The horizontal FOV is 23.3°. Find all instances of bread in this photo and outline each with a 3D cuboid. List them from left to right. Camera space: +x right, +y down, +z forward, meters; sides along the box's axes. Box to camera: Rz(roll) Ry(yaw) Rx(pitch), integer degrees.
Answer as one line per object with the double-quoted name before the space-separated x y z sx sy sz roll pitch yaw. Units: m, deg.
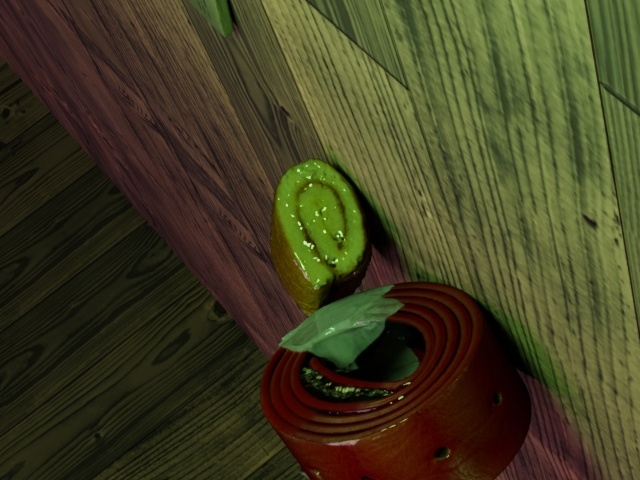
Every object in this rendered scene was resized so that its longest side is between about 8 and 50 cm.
"bread" 0.000 0.000 1.628 0.172 0.103 0.132 93 155 -75

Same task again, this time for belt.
"belt" 0.068 0.148 1.507 0.115 0.227 0.324 59 167 -21

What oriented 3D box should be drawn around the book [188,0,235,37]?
"book" -0.188 -0.340 1.515 0.282 0.025 0.215 48 169 20
